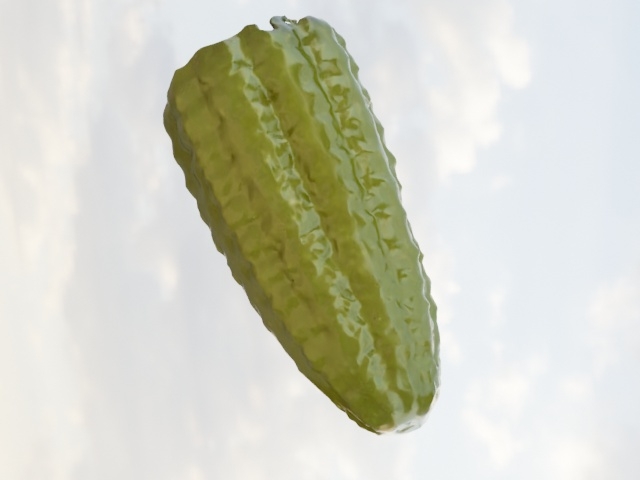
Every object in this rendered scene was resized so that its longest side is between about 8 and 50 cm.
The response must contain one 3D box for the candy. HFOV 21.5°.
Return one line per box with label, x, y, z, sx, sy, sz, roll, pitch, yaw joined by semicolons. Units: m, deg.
candy;0.000;0.000;0.798;0.199;0.094;0.106;67;-21;12
